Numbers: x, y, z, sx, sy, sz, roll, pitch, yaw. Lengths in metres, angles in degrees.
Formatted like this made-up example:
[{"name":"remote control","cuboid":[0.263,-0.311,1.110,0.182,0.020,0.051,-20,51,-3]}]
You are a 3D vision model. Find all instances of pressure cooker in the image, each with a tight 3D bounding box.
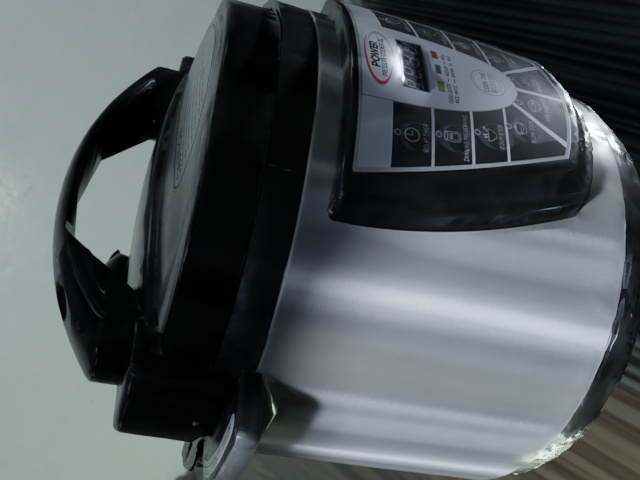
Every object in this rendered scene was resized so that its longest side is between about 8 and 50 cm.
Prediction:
[{"name":"pressure cooker","cuboid":[-0.002,0.005,0.567,0.420,0.370,0.376,13,90,-16]}]
